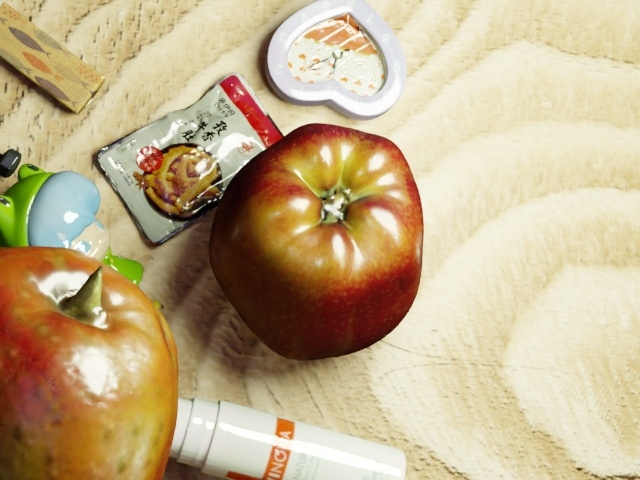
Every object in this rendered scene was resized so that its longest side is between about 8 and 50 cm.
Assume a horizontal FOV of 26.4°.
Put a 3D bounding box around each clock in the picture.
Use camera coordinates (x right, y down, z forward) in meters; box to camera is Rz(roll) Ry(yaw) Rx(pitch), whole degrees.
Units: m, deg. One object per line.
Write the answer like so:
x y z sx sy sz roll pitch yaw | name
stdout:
0.024 -0.261 1.920 0.198 0.064 0.172 12 80 -8 | clock

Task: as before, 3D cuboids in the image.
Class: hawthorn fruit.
-0.336 0.172 1.565 0.403 0.403 0.402 1 82 -10 | hawthorn fruit

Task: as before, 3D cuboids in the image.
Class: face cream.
-0.064 0.280 1.807 0.346 0.102 0.102 15 79 -8 | face cream

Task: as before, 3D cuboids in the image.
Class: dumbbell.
-0.444 -0.119 1.832 0.083 0.040 0.036 31 46 -5 | dumbbell

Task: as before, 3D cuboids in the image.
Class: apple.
0.000 0.000 1.765 0.288 0.317 0.288 4 65 -10 | apple

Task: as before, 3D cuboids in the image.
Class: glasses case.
-0.379 -0.246 1.860 0.170 0.041 0.064 37 89 -4 | glasses case

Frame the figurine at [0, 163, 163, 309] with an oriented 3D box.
-0.318 0.021 1.781 0.263 0.143 0.162 50 39 -18 | figurine

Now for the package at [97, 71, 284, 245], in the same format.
-0.171 -0.115 1.882 0.239 0.030 0.154 -33 86 -12 | package
